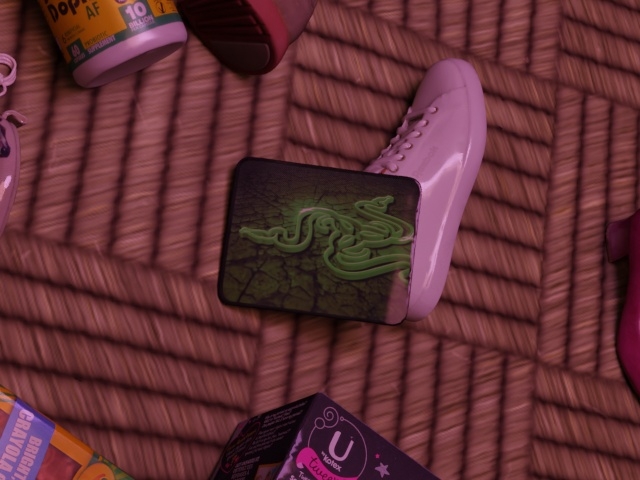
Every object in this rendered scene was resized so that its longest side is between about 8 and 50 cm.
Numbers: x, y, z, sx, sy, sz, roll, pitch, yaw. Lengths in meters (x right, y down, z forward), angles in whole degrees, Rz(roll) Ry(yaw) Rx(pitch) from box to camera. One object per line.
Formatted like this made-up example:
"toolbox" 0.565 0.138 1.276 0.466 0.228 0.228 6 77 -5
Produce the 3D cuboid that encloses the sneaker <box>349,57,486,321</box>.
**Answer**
"sneaker" 0.088 -0.071 1.638 0.123 0.106 0.290 22 69 -26

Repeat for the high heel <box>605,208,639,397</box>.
"high heel" 0.390 0.078 1.763 0.082 0.117 0.244 -1 78 -30

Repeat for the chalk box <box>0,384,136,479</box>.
"chalk box" -0.278 0.240 1.311 0.289 0.179 0.180 37 63 -16

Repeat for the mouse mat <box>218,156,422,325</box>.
"mouse mat" 0.000 0.000 1.573 0.190 0.007 0.152 7 79 -1

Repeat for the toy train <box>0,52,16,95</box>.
"toy train" -0.356 -0.160 1.446 0.166 0.046 0.125 21 68 -23

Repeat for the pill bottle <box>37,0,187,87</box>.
"pill bottle" -0.220 -0.261 1.507 0.117 0.117 0.208 -25 91 -32

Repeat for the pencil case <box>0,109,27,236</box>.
"pencil case" -0.453 -0.075 1.305 0.410 0.160 0.183 13 83 -26

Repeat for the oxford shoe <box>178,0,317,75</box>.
"oxford shoe" -0.114 -0.337 1.566 0.130 0.123 0.348 -51 127 -36

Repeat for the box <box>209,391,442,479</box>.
"box" 0.026 0.274 1.483 0.247 0.163 0.142 38 59 -16
